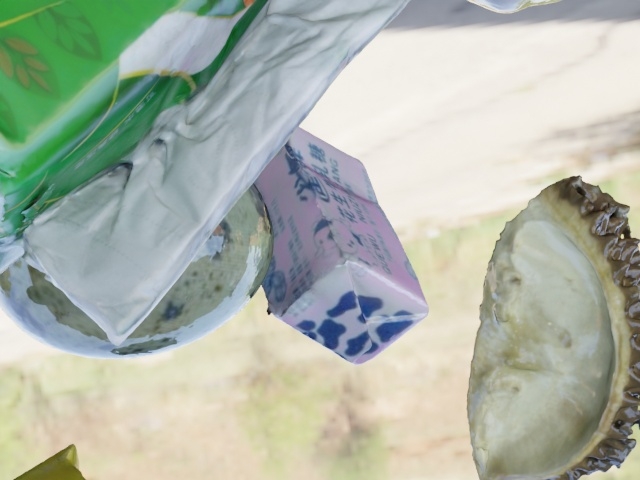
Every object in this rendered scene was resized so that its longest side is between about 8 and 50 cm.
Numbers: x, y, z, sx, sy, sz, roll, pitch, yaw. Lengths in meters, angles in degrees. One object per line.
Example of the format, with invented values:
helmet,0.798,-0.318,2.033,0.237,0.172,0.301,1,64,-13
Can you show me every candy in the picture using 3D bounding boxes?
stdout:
candy,0.000,0.000,1.149,0.073,0.160,0.092,-43,132,19

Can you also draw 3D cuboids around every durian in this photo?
durian,0.090,0.042,0.614,0.066,0.130,0.052,7,-161,-4

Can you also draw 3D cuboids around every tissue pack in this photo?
tissue pack,-0.073,-0.079,0.647,0.209,0.156,0.148,-48,-176,-24

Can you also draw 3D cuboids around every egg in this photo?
egg,-0.107,-0.003,0.967,0.181,0.141,0.141,2,168,-40

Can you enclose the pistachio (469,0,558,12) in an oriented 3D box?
pistachio,0.121,-0.241,1.068,0.162,0.181,0.293,6,166,16

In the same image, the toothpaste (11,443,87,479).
toothpaste,-0.021,0.210,0.479,0.089,0.313,0.071,-29,161,-24
